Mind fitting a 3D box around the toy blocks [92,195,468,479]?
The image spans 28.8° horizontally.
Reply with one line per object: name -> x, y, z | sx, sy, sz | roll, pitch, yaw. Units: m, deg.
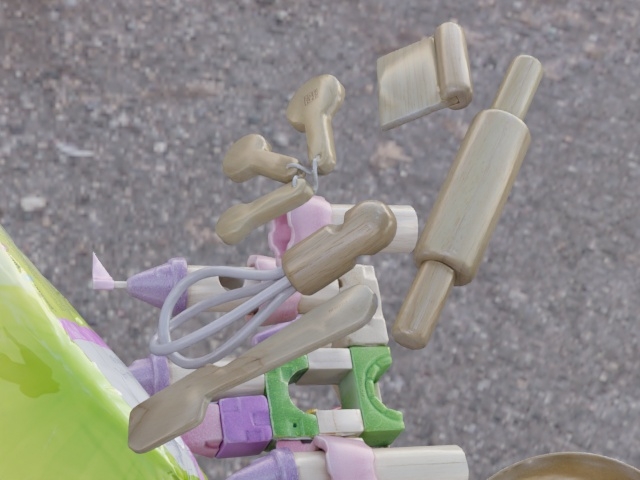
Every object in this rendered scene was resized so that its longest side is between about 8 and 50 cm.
toy blocks -> -0.063, 0.146, 1.087 | 0.260, 0.309, 0.288 | 0, 62, -19

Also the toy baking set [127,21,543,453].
toy baking set -> 0.006, -0.002, 0.616 | 0.197, 0.030, 0.256 | -7, 49, 42

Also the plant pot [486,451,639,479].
plant pot -> 0.216, 0.299, 1.088 | 0.236, 0.032, 0.236 | -12, 53, 17

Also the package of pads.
package of pads -> -0.236, 0.124, 0.784 | 0.229, 0.101, 0.296 | -44, 71, -6
